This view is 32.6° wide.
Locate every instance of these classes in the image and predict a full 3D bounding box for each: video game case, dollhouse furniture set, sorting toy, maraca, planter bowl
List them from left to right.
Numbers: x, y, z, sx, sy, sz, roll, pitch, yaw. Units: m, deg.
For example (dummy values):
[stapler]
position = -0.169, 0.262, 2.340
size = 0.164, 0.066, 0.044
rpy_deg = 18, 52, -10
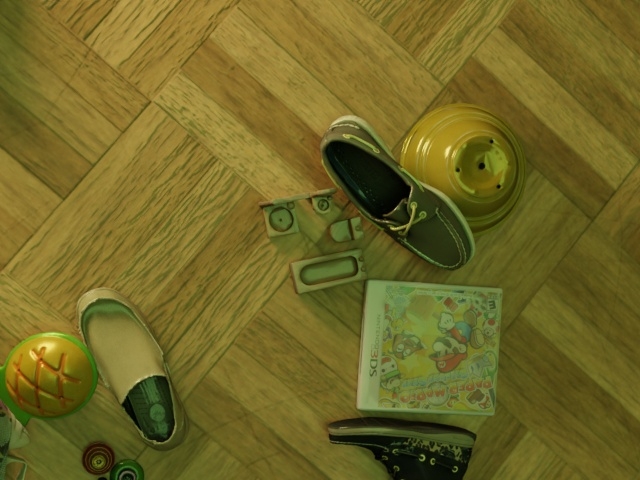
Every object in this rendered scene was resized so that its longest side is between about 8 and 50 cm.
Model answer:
[maraca]
position = -0.405, 0.203, 1.577
size = 0.185, 0.099, 0.127
rpy_deg = -26, 93, 14
[sorting toy]
position = -0.309, 0.344, 1.620
size = 0.102, 0.042, 0.061
rpy_deg = 34, 82, -10
[dollhouse furniture set]
position = 0.000, 0.000, 1.651
size = 0.144, 0.123, 0.151
rpy_deg = -12, 92, -12
[video game case]
position = 0.174, 0.171, 1.737
size = 0.227, 0.026, 0.206
rpy_deg = 4, 89, -13
[planter bowl]
position = 0.241, -0.114, 1.724
size = 0.217, 0.090, 0.217
rpy_deg = 0, 89, -13

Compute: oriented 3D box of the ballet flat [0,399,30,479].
[ballet flat]
position = -0.457, 0.308, 1.560
size = 0.079, 0.077, 0.221
rpy_deg = 1, 109, -28

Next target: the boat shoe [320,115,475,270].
[boat shoe]
position = 0.114, -0.059, 1.675
size = 0.305, 0.091, 0.109
rpy_deg = 45, 116, -5

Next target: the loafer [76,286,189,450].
[loafer]
position = -0.269, 0.189, 1.605
size = 0.102, 0.092, 0.268
rpy_deg = -31, 96, -11

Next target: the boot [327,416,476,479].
[boot]
position = 0.120, 0.369, 1.694
size = 0.236, 0.085, 0.179
rpy_deg = 7, 90, -13
